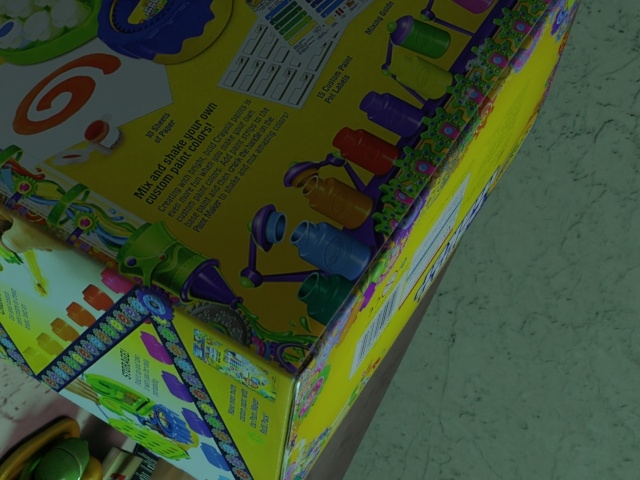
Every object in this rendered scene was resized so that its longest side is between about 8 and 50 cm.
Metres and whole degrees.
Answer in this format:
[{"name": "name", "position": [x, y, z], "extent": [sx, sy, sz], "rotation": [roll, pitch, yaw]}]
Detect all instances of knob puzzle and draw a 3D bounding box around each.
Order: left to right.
[{"name": "knob puzzle", "position": [-0.247, 0.282, 1.456], "extent": [0.213, 0.030, 0.213], "rotation": [-57, 175, -8]}]

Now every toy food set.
[{"name": "toy food set", "position": [-0.240, 0.235, 1.267], "extent": [0.128, 0.071, 0.218], "rotation": [-64, 168, 20]}]

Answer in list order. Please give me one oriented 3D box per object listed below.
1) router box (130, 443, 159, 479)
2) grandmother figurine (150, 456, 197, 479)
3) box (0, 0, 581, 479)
[{"name": "router box", "position": [-0.147, 0.208, 1.676], "extent": [0.133, 0.046, 0.179], "rotation": [-65, 168, 24]}, {"name": "grandmother figurine", "position": [-0.099, 0.138, 1.443], "extent": [0.104, 0.207, 0.342], "rotation": [25, 80, -39]}, {"name": "box", "position": [-0.059, -0.070, 0.766], "extent": [0.290, 0.279, 0.177], "rotation": [-54, 167, -28]}]
